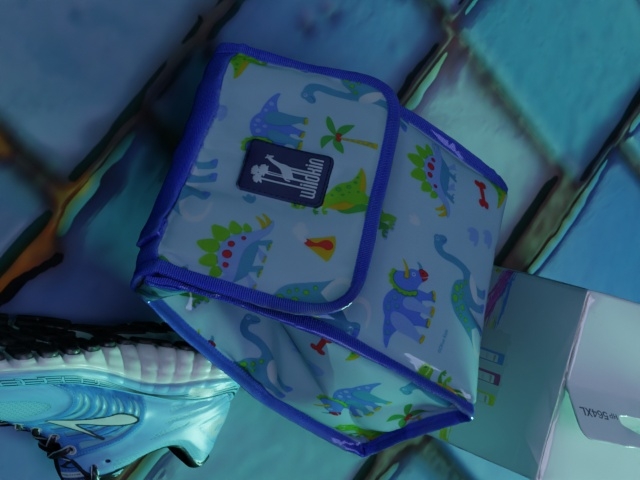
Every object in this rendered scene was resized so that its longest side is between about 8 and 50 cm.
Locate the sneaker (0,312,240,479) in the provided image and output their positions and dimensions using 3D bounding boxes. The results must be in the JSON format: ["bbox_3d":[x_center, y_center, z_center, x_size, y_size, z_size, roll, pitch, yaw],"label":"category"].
[{"bbox_3d":[-0.104,0.073,0.531,0.162,0.063,0.073,6,98,-33],"label":"sneaker"}]

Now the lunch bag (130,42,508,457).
[{"bbox_3d":[0.000,0.000,0.548,0.151,0.096,0.128,32,51,-23],"label":"lunch bag"}]

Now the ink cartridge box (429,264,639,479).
[{"bbox_3d":[0.113,0.065,0.618,0.092,0.143,0.089,14,90,-34],"label":"ink cartridge box"}]
